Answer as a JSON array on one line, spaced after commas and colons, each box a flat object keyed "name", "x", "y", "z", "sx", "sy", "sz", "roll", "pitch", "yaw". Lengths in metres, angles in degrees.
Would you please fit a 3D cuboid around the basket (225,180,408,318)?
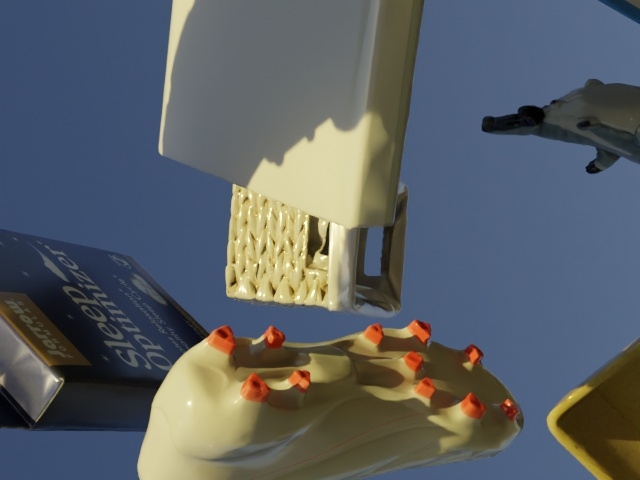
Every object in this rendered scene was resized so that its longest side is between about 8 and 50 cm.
[{"name": "basket", "x": 0.000, "y": 0.000, "z": 1.086, "sx": 0.167, "sy": 0.103, "sz": 0.113, "roll": 18, "pitch": -104, "yaw": -75}]

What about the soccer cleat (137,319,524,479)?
[{"name": "soccer cleat", "x": 0.008, "y": 0.078, "z": 0.617, "sx": 0.196, "sy": 0.076, "sz": 0.068, "roll": 7, "pitch": -142, "yaw": -40}]

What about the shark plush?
[{"name": "shark plush", "x": 0.186, "y": -0.065, "z": 0.932, "sx": 0.073, "sy": 0.161, "sz": 0.067, "roll": -80, "pitch": -18, "yaw": -45}]

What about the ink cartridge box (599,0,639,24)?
[{"name": "ink cartridge box", "x": 0.214, "y": -0.243, "z": 0.939, "sx": 0.171, "sy": 0.168, "sz": 0.233, "roll": 29, "pitch": -165, "yaw": -3}]

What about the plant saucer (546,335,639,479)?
[{"name": "plant saucer", "x": 0.423, "y": 0.146, "z": 1.298, "sx": 0.333, "sy": 0.333, "sz": 0.081, "roll": 44, "pitch": -165, "yaw": -21}]

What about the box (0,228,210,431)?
[{"name": "box", "x": -0.133, "y": 0.046, "z": 0.738, "sx": 0.136, "sy": 0.036, "sz": 0.225, "roll": 41, "pitch": -166, "yaw": 27}]

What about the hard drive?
[{"name": "hard drive", "x": -0.013, "y": -0.180, "z": 0.798, "sx": 0.040, "sy": 0.203, "sz": 0.307, "roll": -4, "pitch": -73, "yaw": -38}]
